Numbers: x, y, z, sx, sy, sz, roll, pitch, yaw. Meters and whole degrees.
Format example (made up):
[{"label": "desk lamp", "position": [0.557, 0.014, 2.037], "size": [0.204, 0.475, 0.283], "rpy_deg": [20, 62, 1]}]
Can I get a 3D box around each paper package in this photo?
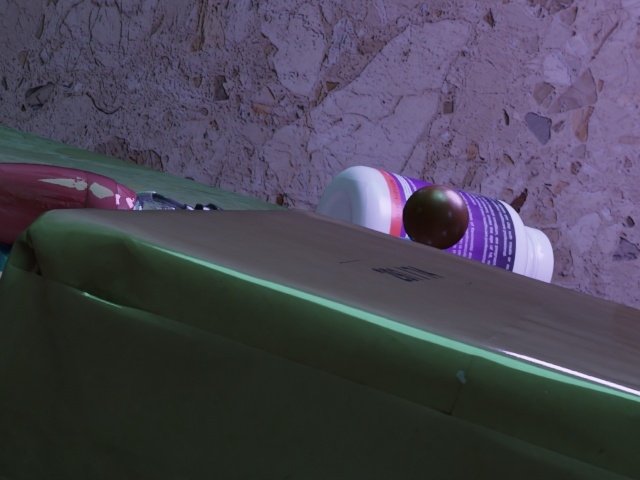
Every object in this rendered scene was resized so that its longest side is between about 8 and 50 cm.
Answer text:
[{"label": "paper package", "position": [0.057, 0.103, 0.504], "size": [0.309, 0.168, 0.325], "rpy_deg": [17, 5, 13]}]

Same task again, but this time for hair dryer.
[{"label": "hair dryer", "position": [-0.232, -0.014, 1.084], "size": [0.223, 0.080, 0.293], "rpy_deg": [-1, -13, 42]}]

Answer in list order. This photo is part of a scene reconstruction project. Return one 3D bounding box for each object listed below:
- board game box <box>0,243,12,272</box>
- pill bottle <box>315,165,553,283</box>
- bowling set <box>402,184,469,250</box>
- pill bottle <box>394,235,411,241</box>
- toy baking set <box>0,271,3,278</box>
[{"label": "board game box", "position": [-0.233, 0.033, 1.091], "size": [0.160, 0.047, 0.210], "rpy_deg": [12, 5, -27]}, {"label": "pill bottle", "position": [0.159, 0.014, 1.650], "size": [0.323, 0.181, 0.181], "rpy_deg": [12, 6, -25]}, {"label": "bowling set", "position": [0.114, 0.062, 0.988], "size": [0.287, 0.200, 0.154], "rpy_deg": [22, 7, 32]}, {"label": "pill bottle", "position": [0.053, 0.054, 1.247], "size": [0.124, 0.124, 0.221], "rpy_deg": [18, 6, 30]}, {"label": "toy baking set", "position": [-0.233, 0.062, 0.631], "size": [0.256, 0.030, 0.197], "rpy_deg": [12, 22, -17]}]
